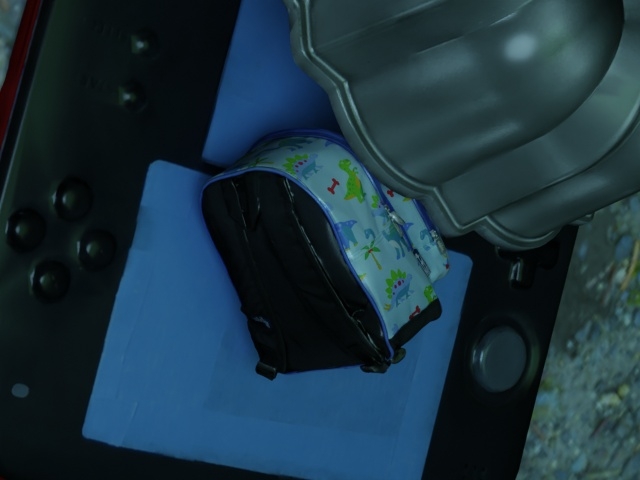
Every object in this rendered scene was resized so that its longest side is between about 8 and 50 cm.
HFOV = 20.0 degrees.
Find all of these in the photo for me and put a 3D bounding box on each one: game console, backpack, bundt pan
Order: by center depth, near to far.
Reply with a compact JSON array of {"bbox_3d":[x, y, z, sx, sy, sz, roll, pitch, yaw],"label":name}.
[{"bbox_3d":[0.000,0.000,0.902,0.084,0.105,0.114,-43,113,-39],"label":"backpack"},{"bbox_3d":[0.115,-0.166,0.917,0.330,0.124,0.331,18,65,-44],"label":"bundt pan"},{"bbox_3d":[-0.007,-0.014,0.985,0.386,0.060,0.342,17,91,-38],"label":"game console"}]
